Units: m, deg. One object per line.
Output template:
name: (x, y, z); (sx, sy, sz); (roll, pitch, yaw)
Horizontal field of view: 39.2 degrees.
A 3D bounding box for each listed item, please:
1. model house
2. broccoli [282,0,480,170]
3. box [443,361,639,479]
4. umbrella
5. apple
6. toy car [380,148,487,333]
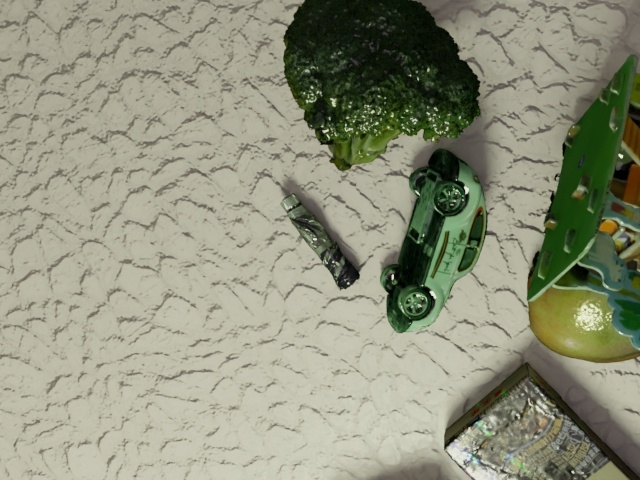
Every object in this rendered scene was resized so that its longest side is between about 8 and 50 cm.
model house: (0.498, -0.028, 1.286); (0.313, 0.242, 0.357); (21, 63, 2)
broccoli: (0.084, -0.245, 1.380); (0.304, 0.321, 0.283); (7, 137, -8)
box: (0.381, 0.386, 1.513); (0.198, 0.084, 0.310); (-44, 90, 14)
umbrella: (0.000, 0.000, 1.530); (0.046, 0.050, 0.188); (-36, 92, -9)
apple: (0.469, 0.119, 1.442); (0.265, 0.120, 0.193); (-10, 107, 13)
toy car: (0.193, 0.008, 1.461); (0.125, 0.136, 0.305); (11, 103, -14)
